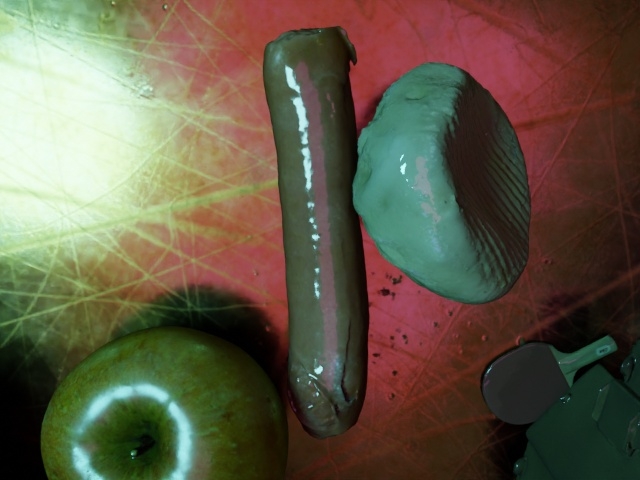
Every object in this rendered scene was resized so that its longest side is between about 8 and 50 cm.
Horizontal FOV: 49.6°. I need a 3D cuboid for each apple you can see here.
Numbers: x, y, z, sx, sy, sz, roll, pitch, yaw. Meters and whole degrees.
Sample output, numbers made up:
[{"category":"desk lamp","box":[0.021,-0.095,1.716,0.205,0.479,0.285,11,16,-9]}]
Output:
[{"category":"apple","box":[-0.146,0.198,0.692,0.237,0.207,0.236,-1,81,6]}]

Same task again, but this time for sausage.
[{"category":"sausage","box":[0.000,0.000,0.704,0.094,0.094,0.418,-5,97,-10]}]

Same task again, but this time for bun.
[{"category":"bun","box":[0.109,-0.049,0.662,0.133,0.231,0.231,-11,101,38]}]

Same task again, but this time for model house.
[{"category":"model house","box":[0.333,0.214,0.678,0.204,0.211,0.243,5,106,-7]}]

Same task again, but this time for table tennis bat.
[{"category":"table tennis bat","box":[0.256,0.148,0.773,0.156,0.013,0.087,-28,96,5]}]
